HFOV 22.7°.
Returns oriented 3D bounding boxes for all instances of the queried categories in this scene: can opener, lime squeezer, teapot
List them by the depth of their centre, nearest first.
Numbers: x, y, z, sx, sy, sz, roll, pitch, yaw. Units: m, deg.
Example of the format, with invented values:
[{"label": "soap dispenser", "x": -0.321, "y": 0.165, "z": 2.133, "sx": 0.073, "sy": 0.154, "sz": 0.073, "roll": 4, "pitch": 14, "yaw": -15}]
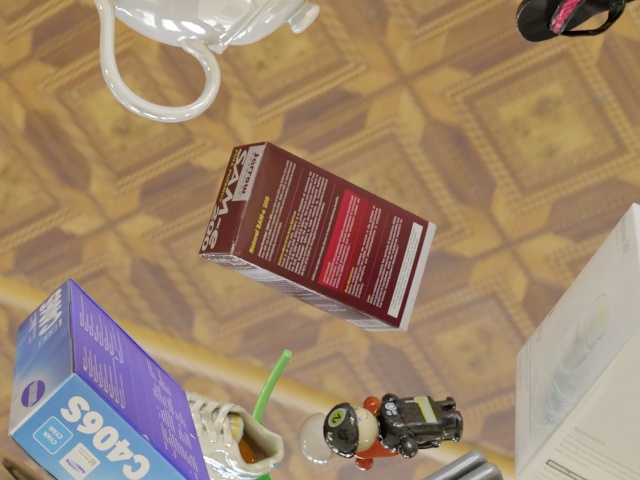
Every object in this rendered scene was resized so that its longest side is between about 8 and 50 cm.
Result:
[{"label": "teapot", "x": -0.082, "y": -0.260, "z": 1.473, "sx": 0.187, "sy": 0.252, "sz": 0.256, "roll": 45, "pitch": 117, "yaw": -6}, {"label": "can opener", "x": 0.108, "y": 0.367, "z": 2.034, "sx": 0.280, "sy": 0.074, "sz": 0.093, "roll": -33, "pitch": 122, "yaw": -11}, {"label": "lime squeezer", "x": -0.065, "y": 0.280, "z": 2.073, "sx": 0.110, "sy": 0.059, "sz": 0.310, "roll": 3, "pitch": 120, "yaw": 24}]

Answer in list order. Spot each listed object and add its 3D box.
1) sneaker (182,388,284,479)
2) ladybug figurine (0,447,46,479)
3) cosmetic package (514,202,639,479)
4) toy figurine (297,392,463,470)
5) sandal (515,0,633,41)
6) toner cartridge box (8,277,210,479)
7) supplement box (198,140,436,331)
[{"label": "sneaker", "x": -0.142, "y": 0.209, "z": 1.835, "sx": 0.092, "sy": 0.087, "sz": 0.229, "roll": -22, "pitch": 139, "yaw": 39}, {"label": "ladybug figurine", "x": -0.237, "y": 0.313, "z": 1.320, "sx": 0.305, "sy": 0.162, "sz": 0.449, "roll": 46, "pitch": 171, "yaw": -33}, {"label": "cosmetic package", "x": 0.304, "y": 0.122, "z": 1.566, "sx": 0.138, "sy": 0.224, "sz": 0.224, "roll": 30, "pitch": 117, "yaw": -9}, {"label": "toy figurine", "x": 0.066, "y": 0.273, "z": 1.747, "sx": 0.148, "sy": 0.213, "sz": 0.209, "roll": -4, "pitch": 82, "yaw": -16}, {"label": "sandal", "x": 0.242, "y": -0.210, "z": 1.433, "sx": 0.067, "sy": 0.040, "sz": 0.179, "roll": 15, "pitch": 157, "yaw": -36}, {"label": "toner cartridge box", "x": -0.185, "y": 0.147, "z": 1.390, "sx": 0.075, "sy": 0.348, "sz": 0.165, "roll": -45, "pitch": 104, "yaw": 1}, {"label": "supplement box", "x": 0.000, "y": 0.000, "z": 1.713, "sx": 0.239, "sy": 0.130, "sz": 0.073, "roll": 26, "pitch": 164, "yaw": -31}]
